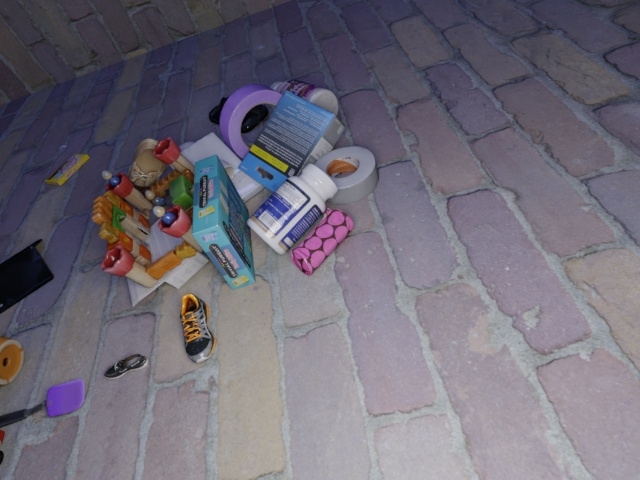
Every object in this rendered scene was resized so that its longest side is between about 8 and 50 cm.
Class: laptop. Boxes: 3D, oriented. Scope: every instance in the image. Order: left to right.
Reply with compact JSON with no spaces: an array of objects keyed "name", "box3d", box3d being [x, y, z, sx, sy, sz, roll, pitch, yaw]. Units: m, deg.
[{"name":"laptop","box3d":[-1.132,0.129,1.616,0.234,0.136,0.264,-37,21,-15]}]

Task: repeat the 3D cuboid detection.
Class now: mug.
[{"name":"mug","box3d":[-0.353,-0.252,1.530,0.078,0.062,0.064,-34,59,-21]}]

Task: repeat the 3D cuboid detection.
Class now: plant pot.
[{"name":"plant pot","box3d":[-0.994,0.349,1.247,0.188,0.205,0.205,0,47,0]}]

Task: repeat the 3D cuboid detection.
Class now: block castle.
[{"name":"block castle","box3d":[-0.538,-0.105,1.352,0.303,0.213,0.453,-33,47,9]}]

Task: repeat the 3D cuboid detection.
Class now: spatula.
[{"name":"spatula","box3d":[-0.781,0.460,1.163,0.296,0.030,0.084,-21,62,3]}]

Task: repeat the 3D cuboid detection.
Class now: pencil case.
[{"name":"pencil case","box3d":[0.000,0.000,1.257,0.098,0.095,0.209,41,64,4]}]

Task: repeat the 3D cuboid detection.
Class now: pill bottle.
[{"name":"pill bottle","box3d":[-0.080,-0.097,1.297,0.264,0.153,0.153,-46,49,-5]},{"name":"pill bottle","box3d":[-0.084,-0.558,1.749,0.169,0.169,0.301,-42,48,-19]}]

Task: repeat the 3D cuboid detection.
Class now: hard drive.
[{"name":"hard drive","box3d":[-0.386,-0.241,1.581,0.210,0.040,0.318,-39,69,-16]}]

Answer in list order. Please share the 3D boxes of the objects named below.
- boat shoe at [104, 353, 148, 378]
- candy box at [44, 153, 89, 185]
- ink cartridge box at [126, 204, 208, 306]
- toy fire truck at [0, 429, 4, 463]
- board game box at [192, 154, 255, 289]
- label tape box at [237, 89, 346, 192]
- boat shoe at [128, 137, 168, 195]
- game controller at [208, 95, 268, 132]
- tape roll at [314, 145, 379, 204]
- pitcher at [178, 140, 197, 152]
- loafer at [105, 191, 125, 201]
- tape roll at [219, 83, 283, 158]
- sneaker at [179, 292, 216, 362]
[{"name":"boat shoe","box3d":[-0.537,0.343,1.176,0.125,0.038,0.046,-16,45,6]},{"name":"candy box","box3d":[-1.222,-0.345,2.079,0.105,0.027,0.206,9,53,24]},{"name":"ink cartridge box","box3d":[-0.522,0.051,1.422,0.261,0.066,0.296,-41,46,3]},{"name":"toy fire truck","box3d":[-0.948,0.480,1.114,0.217,0.158,0.246,-22,47,1]},{"name":"board game box","box3d":[-0.292,-0.059,1.305,0.079,0.253,0.336,-19,45,4]},{"name":"label tape box","box3d":[-0.105,-0.331,1.537,0.241,0.106,0.333,36,95,27]},{"name":"boat shoe","box3d":[-0.661,-0.250,1.631,0.341,0.122,0.110,-43,34,49]},{"name":"game controller","box3d":[-0.381,-0.577,1.966,0.319,0.067,0.166,28,77,38]},{"name":"tape roll","box3d":[0.083,-0.221,1.443,0.219,0.072,0.219,-10,46,11]},{"name":"pitcher","box3d":[-0.485,-0.300,1.699,0.207,0.125,0.177,22,59,22]},{"name":"loafer","box3d":[-0.828,-0.161,1.739,0.078,0.080,0.220,8,42,-16]},{"name":"tape roll","box3d":[-0.234,-0.437,1.618,0.275,0.274,0.090,-35,46,-13]},{"name":"sneaker","box3d":[-0.346,0.236,1.173,0.084,0.083,0.215,-24,46,-4]}]
